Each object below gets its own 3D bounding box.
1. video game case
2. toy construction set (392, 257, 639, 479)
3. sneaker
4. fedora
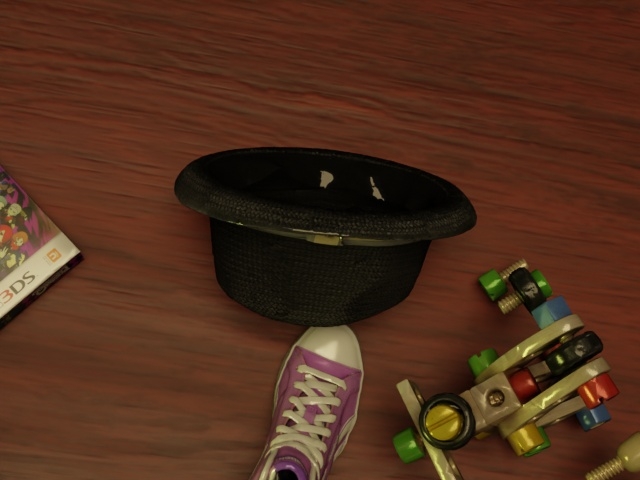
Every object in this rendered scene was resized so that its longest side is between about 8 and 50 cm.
[{"bbox_3d":[-0.428,0.003,1.056,0.210,0.042,0.232,-42,85,-16],"label":"video game case"},{"bbox_3d":[0.219,0.216,1.021,0.237,0.257,0.309,-32,93,4],"label":"toy construction set"},{"bbox_3d":[-0.013,0.211,0.999,0.102,0.161,0.282,18,74,-1],"label":"sneaker"},{"bbox_3d":[0.000,0.000,1.034,0.333,0.334,0.153,6,110,-6],"label":"fedora"}]
